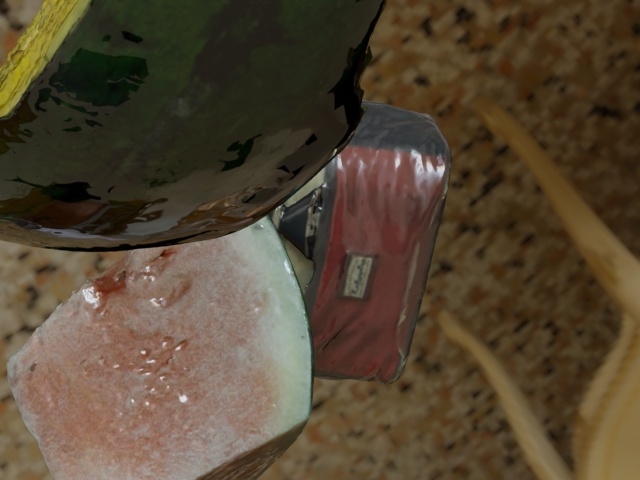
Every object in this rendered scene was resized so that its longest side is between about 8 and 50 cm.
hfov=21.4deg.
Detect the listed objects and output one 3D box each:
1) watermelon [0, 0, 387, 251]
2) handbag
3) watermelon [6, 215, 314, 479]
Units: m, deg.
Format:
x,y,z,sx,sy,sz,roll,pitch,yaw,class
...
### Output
x,y,z,sx,sy,sz,roll,pitch,yaw,class
-0.062,-0.072,0.575,0.123,0.129,0.301,5,147,-33,watermelon
0.000,0.000,1.469,0.181,0.181,0.254,8,113,-10,handbag
-0.121,0.084,1.253,0.201,0.213,0.261,-18,162,-35,watermelon
